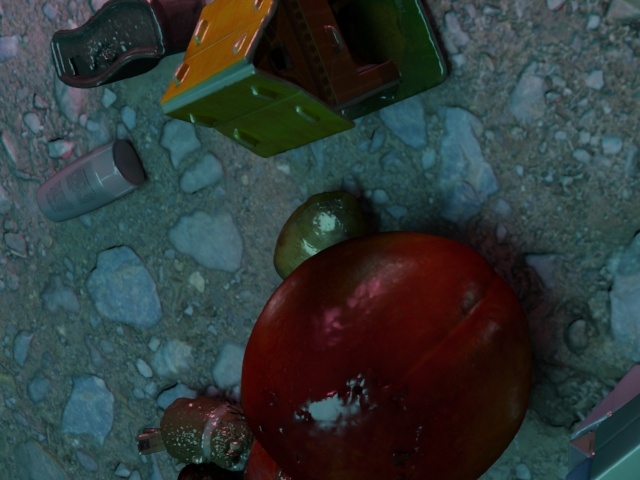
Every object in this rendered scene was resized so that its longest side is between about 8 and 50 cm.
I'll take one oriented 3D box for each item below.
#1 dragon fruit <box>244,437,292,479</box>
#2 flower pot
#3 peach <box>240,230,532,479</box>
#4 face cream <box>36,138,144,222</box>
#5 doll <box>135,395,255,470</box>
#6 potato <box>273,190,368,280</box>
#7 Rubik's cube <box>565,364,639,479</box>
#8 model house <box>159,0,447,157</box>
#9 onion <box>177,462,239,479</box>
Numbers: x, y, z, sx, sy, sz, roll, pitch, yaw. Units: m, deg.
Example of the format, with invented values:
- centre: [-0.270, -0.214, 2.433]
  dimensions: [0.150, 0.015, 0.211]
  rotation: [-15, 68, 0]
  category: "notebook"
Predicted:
- centre: [0.007, 0.339, 1.738]
  dimensions: [0.241, 0.241, 0.252]
  rotation: [50, 160, 8]
  category: "dragon fruit"
- centre: [-0.271, -0.286, 1.747]
  dimensions: [0.229, 0.108, 0.103]
  rotation: [-15, 98, 37]
  category: "flower pot"
- centre: [0.084, 0.161, 1.517]
  dimensions: [0.370, 0.370, 0.370]
  rotation: [14, 116, 30]
  category: "peach"
- centre: [-0.358, -0.089, 1.923]
  dimensions: [0.198, 0.057, 0.084]
  rotation: [-21, 97, 37]
  category: "face cream"
- centre: [-0.186, 0.298, 1.929]
  dimensions: [0.221, 0.105, 0.115]
  rotation: [-4, 108, 37]
  category: "doll"
- centre: [0.000, 0.000, 1.690]
  dimensions: [0.107, 0.080, 0.170]
  rotation: [43, 123, 14]
  category: "potato"
- centre: [0.410, 0.270, 1.441]
  dimensions: [0.224, 0.213, 0.265]
  rotation: [42, 118, -5]
  category: "Rubik's cube"
- centre: [-0.089, -0.263, 1.487]
  dimensions: [0.300, 0.323, 0.340]
  rotation: [-18, 98, 38]
  category: "model house"
- centre: [-0.177, 0.392, 1.964]
  dimensions: [0.107, 0.097, 0.107]
  rotation: [17, 160, 6]
  category: "onion"
